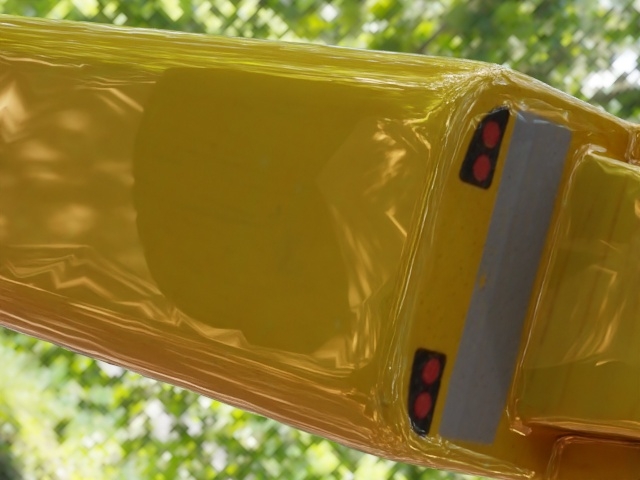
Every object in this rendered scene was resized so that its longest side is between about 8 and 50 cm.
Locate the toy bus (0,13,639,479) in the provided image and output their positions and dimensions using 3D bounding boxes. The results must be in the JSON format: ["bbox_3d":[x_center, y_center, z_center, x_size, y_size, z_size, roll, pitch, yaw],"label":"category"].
[{"bbox_3d":[0.000,0.000,0.493,0.333,0.108,0.130,13,-4,45],"label":"toy bus"}]
